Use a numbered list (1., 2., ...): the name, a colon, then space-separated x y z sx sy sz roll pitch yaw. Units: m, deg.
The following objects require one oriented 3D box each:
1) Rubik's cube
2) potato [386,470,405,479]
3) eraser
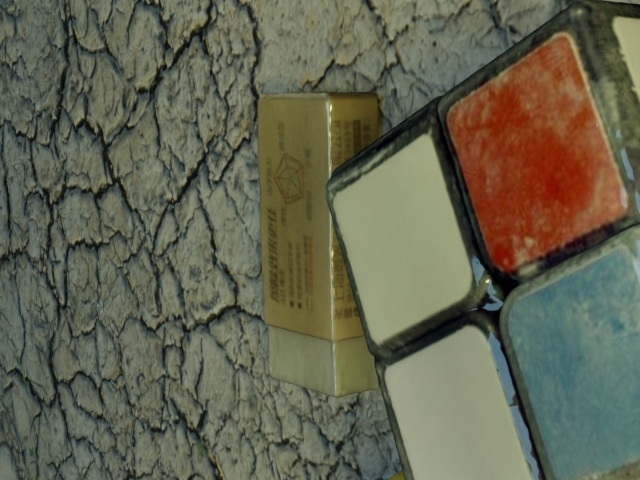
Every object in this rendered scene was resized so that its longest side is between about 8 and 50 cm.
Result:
1. Rubik's cube: 0.238 0.031 0.947 0.316 0.318 0.313 -32 67 49
2. potato: 0.157 0.291 1.236 0.112 0.269 0.255 54 161 33
3. eraser: 0.000 0.000 1.455 0.144 0.078 0.343 9 103 53
